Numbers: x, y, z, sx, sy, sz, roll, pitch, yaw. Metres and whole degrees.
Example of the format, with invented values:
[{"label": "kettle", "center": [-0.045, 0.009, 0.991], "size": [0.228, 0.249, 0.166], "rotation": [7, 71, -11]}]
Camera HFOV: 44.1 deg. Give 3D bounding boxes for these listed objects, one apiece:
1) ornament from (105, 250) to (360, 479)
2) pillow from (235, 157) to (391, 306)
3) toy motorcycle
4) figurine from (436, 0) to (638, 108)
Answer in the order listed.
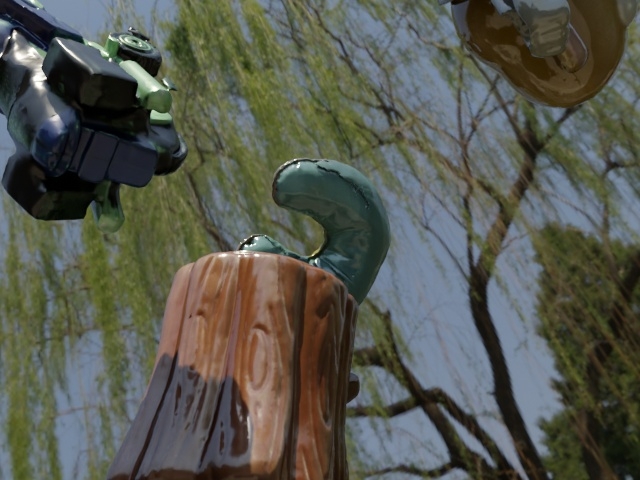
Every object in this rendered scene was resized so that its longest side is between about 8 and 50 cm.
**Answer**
[{"label": "ornament", "center": [-0.059, 0.140, 0.711], "size": [0.221, 0.218, 0.235], "rotation": [17, -31, -15]}, {"label": "pillow", "center": [0.000, 0.000, 1.105], "size": [0.214, 0.086, 0.233], "rotation": [30, -101, -27]}, {"label": "toy motorcycle", "center": [-0.245, -0.144, 0.648], "size": [0.196, 0.331, 0.125], "rotation": [1, -56, -48]}, {"label": "figurine", "center": [0.198, -0.263, 0.777], "size": [0.167, 0.342, 0.285], "rotation": [-19, -76, 41]}]
